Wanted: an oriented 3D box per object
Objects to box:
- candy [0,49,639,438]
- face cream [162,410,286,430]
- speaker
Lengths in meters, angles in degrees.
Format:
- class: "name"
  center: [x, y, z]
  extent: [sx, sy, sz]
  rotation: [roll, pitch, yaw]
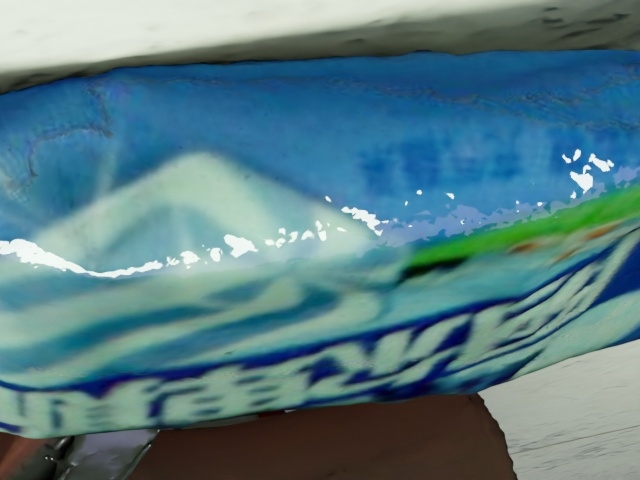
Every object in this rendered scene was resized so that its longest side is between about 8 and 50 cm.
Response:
- class: "candy"
  center: [0.000, 0.000, 0.545]
  extent: [0.331, 0.077, 0.187]
  rotation: [-6, 163, -7]
- class: "face cream"
  center: [-0.055, 0.093, 0.974]
  extent: [0.083, 0.021, 0.040]
  rotation: [-3, 164, -29]
- class: "speaker"
  center: [-0.068, 0.129, 0.808]
  extent: [0.329, 0.198, 0.259]
  rotation: [9, 170, -33]
